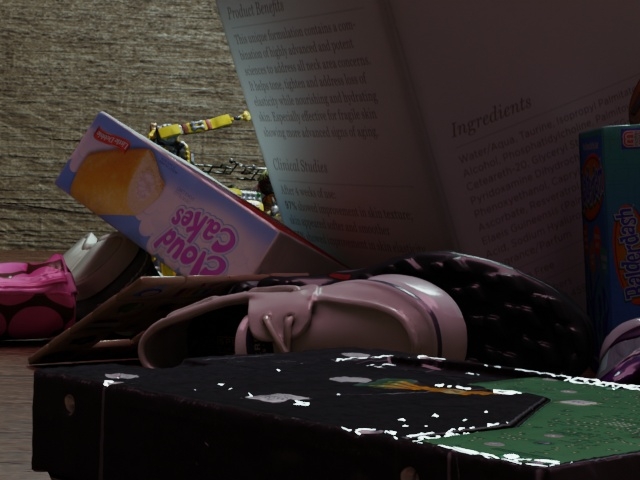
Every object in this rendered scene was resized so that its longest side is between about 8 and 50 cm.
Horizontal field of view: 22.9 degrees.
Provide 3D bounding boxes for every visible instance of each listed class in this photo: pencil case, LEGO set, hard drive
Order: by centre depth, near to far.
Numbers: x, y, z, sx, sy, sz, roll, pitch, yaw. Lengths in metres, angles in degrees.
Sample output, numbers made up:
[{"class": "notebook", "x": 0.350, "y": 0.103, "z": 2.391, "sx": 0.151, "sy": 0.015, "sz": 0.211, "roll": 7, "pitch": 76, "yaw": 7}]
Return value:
[{"class": "hard drive", "x": 0.049, "y": 0.101, "z": 0.761, "sx": 0.236, "sy": 0.064, "sz": 0.339, "roll": -1, "pitch": 2, "yaw": -44}, {"class": "pencil case", "x": -0.328, "y": 0.052, "z": 1.461, "sx": 0.209, "sy": 0.095, "sz": 0.098, "roll": -1, "pitch": -32, "yaw": -22}, {"class": "LEGO set", "x": -0.057, "y": -0.038, "z": 1.781, "sx": 0.331, "sy": 0.255, "sz": 0.192, "roll": 12, "pitch": -29, "yaw": -20}]

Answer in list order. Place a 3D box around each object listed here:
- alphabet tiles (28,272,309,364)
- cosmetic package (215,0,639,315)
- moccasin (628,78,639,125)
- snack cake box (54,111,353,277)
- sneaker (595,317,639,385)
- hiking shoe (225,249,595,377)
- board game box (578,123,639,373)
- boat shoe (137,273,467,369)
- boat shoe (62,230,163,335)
[{"class": "alphabet tiles", "x": -0.095, "y": 0.064, "z": 1.314, "sx": 0.237, "sy": 0.009, "sz": 0.198, "roll": -1, "pitch": -21, "yaw": -38}, {"class": "cosmetic package", "x": 0.146, "y": -0.129, "z": 1.536, "sx": 0.327, "sy": 0.394, "sz": 0.329, "roll": -22, "pitch": 14, "yaw": -25}, {"class": "moccasin", "x": 0.451, "y": -0.055, "z": 1.363, "sx": 0.380, "sy": 0.139, "sz": 0.147, "roll": 27, "pitch": 17, "yaw": -19}, {"class": "snack cake box", "x": -0.109, "y": -0.010, "z": 1.506, "sx": 0.264, "sy": 0.089, "sz": 0.152, "roll": 33, "pitch": 0, "yaw": 35}, {"class": "sneaker", "x": 0.286, "y": 0.102, "z": 1.030, "sx": 0.223, "sy": 0.083, "sz": 0.098, "roll": -2, "pitch": 21, "yaw": 26}, {"class": "hiking shoe", "x": 0.074, "y": 0.060, "z": 1.191, "sx": 0.304, "sy": 0.113, "sz": 0.132, "roll": 3, "pitch": 3, "yaw": 32}, {"class": "board game box", "x": 0.249, "y": 0.011, "z": 1.308, "sx": 0.047, "sy": 0.210, "sz": 0.160, "roll": -2, "pitch": 1, "yaw": 3}, {"class": "boat shoe", "x": -0.022, "y": 0.072, "z": 1.098, "sx": 0.267, "sy": 0.096, "sz": 0.088, "roll": 2, "pitch": 6, "yaw": 44}, {"class": "boat shoe", "x": -0.236, "y": 0.060, "z": 1.673, "sx": 0.099, "sy": 0.116, "sz": 0.319, "roll": 45, "pitch": -19, "yaw": -14}]
